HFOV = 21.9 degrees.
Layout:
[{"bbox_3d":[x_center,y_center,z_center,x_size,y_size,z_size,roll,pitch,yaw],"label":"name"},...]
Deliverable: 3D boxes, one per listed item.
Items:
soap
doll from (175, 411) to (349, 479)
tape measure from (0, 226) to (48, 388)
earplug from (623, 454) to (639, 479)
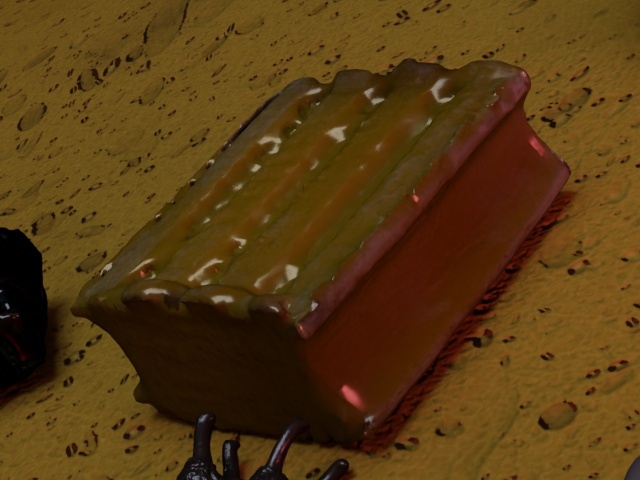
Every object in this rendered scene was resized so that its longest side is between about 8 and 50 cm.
[{"bbox_3d":[0.000,0.000,1.360,0.293,0.156,0.335,-4,37,46],"label":"soap"},{"bbox_3d":[-0.062,0.200,1.191,0.139,0.057,0.165,-2,43,38],"label":"doll"},{"bbox_3d":[-0.368,0.083,1.602,0.223,0.135,0.202,-31,35,10],"label":"tape measure"},{"bbox_3d":[0.161,0.260,0.764,0.172,0.172,0.301,0,45,45],"label":"earplug"}]
